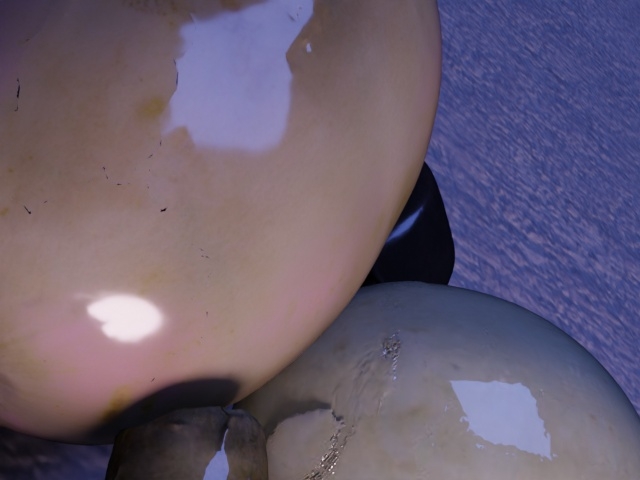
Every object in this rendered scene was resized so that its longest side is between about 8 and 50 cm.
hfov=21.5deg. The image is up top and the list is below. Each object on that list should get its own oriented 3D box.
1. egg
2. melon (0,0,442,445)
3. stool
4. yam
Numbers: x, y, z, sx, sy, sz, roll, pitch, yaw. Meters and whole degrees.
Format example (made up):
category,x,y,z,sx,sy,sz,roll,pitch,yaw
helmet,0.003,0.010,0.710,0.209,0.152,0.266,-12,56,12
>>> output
category,x,y,z,sx,sy,sz,roll,pitch,yaw
egg,0.065,0.120,0.816,0.253,0.186,0.186,30,34,-38
melon,-0.068,-0.054,0.736,0.223,0.223,0.317,46,49,-18
stool,0.000,0.000,0.950,0.217,0.125,0.121,47,-19,51
yam,-0.047,0.231,0.555,0.083,0.083,0.371,32,43,-41
